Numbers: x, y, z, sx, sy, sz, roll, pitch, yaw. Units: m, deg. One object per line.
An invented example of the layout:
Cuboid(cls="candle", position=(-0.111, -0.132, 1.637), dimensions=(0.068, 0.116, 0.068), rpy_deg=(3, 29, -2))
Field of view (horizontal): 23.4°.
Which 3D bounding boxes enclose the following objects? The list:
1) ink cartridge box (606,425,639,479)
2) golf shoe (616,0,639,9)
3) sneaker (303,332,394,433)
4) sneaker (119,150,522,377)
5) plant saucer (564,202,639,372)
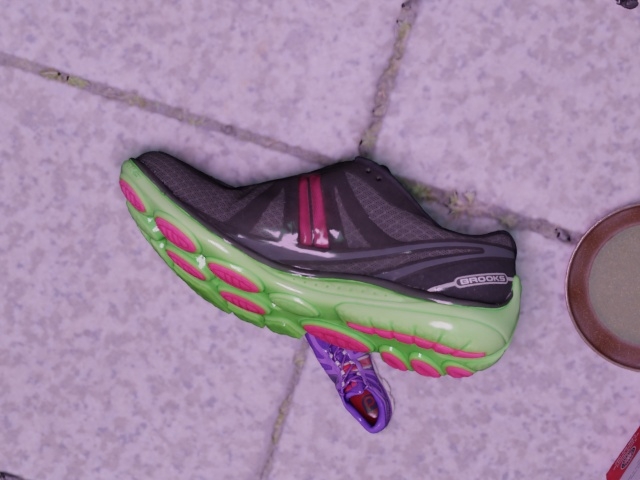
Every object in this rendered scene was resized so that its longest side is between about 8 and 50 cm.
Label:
Cuboid(cls="ink cartridge box", position=(0.428, 0.261, 1.706), dimensions=(0.114, 0.273, 0.197), rpy_deg=(31, 103, -3))
Cuboid(cls="golf shoe", position=(0.403, -0.321, 1.676), dimensions=(0.094, 0.077, 0.198), rpy_deg=(36, 92, -22))
Cuboid(cls="sneaker", position=(0.036, 0.151, 1.815), dimensions=(0.068, 0.071, 0.170), rpy_deg=(-32, 97, 10))
Cuboid(cls="sneaker", position=(0.000, 0.000, 1.755), dimensions=(0.483, 0.185, 0.202), rpy_deg=(20, 65, 8))
Cuboid(cls="plant saucer", position=(0.381, 0.053, 1.778), dimensions=(0.199, 0.036, 0.198), rpy_deg=(1, 96, 7))
